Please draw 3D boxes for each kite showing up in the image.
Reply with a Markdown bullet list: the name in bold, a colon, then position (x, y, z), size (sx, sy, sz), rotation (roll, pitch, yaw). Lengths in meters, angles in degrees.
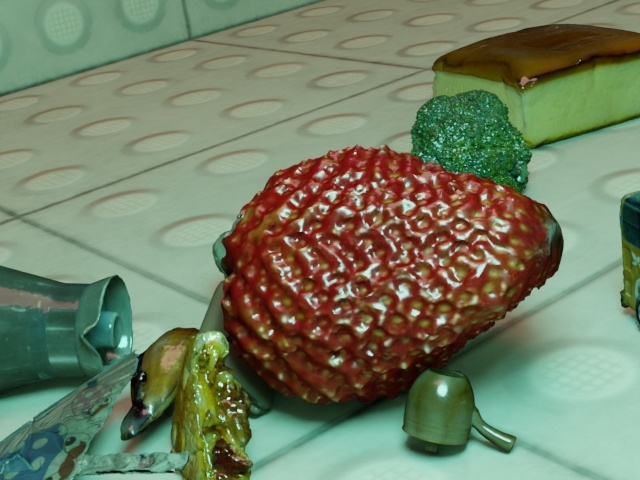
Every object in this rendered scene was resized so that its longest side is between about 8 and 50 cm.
- **kite**: position (-0.256, 0.220, 1.106), size (0.314, 0.011, 0.335), rotation (-11, 32, 27)

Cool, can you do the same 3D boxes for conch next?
- **conch**: position (-0.168, 0.146, 1.235), size (0.086, 0.080, 0.232), rotation (-40, -6, 39)

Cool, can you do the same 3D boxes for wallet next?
- **wallet**: position (-0.087, 0.120, 1.245), size (0.039, 0.118, 0.153), rotation (-41, 14, 23)

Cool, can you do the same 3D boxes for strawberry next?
- **strawberry**: position (0.086, 0.022, 1.169), size (0.351, 0.267, 0.312), rotation (-16, 4, 35)

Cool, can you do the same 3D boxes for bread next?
- **bread**: position (0.409, -0.291, 2.016), size (0.323, 0.143, 0.333), rotation (-17, 22, -21)

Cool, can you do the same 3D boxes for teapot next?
- **teapot**: position (-0.343, 0.107, 1.339), size (0.225, 0.171, 0.203), rotation (1, -8, 7)
- **teapot**: position (0.138, 0.170, 1.088), size (0.110, 0.080, 0.085), rotation (12, 6, 14)

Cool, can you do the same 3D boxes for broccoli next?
- **broccoli**: position (0.222, -0.135, 1.684), size (0.195, 0.195, 0.156), rotation (-5, -16, 11)

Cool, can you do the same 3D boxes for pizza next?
- **pizza**: position (-0.097, 0.189, 1.092), size (0.069, 0.154, 0.194), rotation (2, 38, -22)

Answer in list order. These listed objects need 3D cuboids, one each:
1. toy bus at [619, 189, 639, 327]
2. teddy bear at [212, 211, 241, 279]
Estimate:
- **toy bus**: position (0.429, 0.041, 1.143), size (0.138, 0.167, 0.275), rotation (-14, 23, -12)
- **teddy bear**: position (0.000, 0.001, 1.435), size (0.267, 0.151, 0.236), rotation (-29, -4, -29)
